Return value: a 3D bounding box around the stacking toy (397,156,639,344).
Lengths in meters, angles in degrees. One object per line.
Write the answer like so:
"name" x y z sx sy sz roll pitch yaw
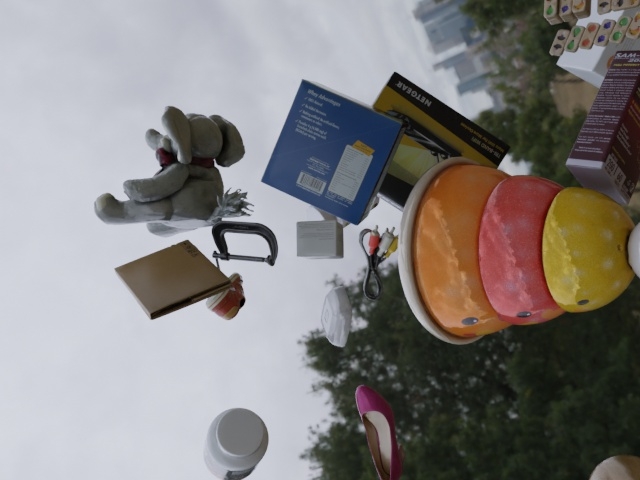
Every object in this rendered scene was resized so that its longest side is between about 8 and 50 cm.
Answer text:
"stacking toy" 0.402 0.015 1.260 0.351 0.480 0.350 1 -92 -44

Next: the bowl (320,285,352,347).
"bowl" 0.041 0.213 2.094 0.142 0.053 0.142 -112 29 -55

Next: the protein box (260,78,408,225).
"protein box" 0.029 -0.166 1.387 0.200 0.201 0.136 25 -167 6

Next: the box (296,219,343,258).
"box" 0.000 0.000 1.814 0.101 0.102 0.087 24 -116 -77

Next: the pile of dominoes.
"pile of dominoes" 0.590 -0.497 1.546 0.040 0.251 0.195 21 -108 -48

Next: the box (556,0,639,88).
"box" 0.875 -0.510 2.079 0.345 0.215 0.168 20 -169 -24

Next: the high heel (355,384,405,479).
"high heel" 0.137 0.480 1.834 0.117 0.082 0.244 -46 -61 -61

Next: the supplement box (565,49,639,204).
"supplement box" 0.532 -0.199 1.317 0.130 0.073 0.239 36 -104 -40

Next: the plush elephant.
"plush elephant" -0.299 -0.161 1.616 0.272 0.330 0.255 15 -110 -63

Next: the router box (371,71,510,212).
"router box" 0.221 -0.183 1.648 0.309 0.242 0.081 31 178 -4

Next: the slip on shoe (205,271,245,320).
"slip on shoe" -0.294 0.184 2.418 0.101 0.123 0.331 44 -175 -6

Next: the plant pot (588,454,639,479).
"plant pot" 0.530 0.464 1.189 0.254 0.237 0.237 -95 -21 -74

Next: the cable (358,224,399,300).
"cable" 0.177 0.072 2.473 0.072 0.140 0.287 -107 30 -66

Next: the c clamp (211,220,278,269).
"c clamp" -0.145 0.018 1.430 0.022 0.161 0.137 -54 -45 -48

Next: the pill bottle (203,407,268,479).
"pill bottle" -0.243 0.582 2.150 0.318 0.176 0.176 113 146 -61

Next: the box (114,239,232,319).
"box" -0.287 0.071 1.435 0.201 0.164 0.021 36 141 49

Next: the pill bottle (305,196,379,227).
"pill bottle" 0.064 -0.104 2.215 0.208 0.119 0.119 -33 -76 -28
